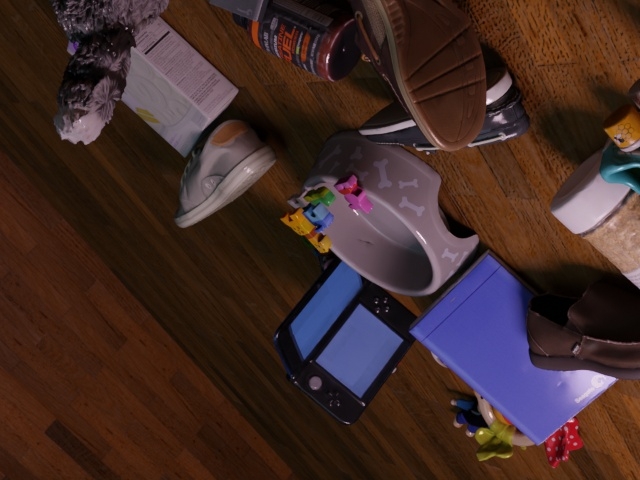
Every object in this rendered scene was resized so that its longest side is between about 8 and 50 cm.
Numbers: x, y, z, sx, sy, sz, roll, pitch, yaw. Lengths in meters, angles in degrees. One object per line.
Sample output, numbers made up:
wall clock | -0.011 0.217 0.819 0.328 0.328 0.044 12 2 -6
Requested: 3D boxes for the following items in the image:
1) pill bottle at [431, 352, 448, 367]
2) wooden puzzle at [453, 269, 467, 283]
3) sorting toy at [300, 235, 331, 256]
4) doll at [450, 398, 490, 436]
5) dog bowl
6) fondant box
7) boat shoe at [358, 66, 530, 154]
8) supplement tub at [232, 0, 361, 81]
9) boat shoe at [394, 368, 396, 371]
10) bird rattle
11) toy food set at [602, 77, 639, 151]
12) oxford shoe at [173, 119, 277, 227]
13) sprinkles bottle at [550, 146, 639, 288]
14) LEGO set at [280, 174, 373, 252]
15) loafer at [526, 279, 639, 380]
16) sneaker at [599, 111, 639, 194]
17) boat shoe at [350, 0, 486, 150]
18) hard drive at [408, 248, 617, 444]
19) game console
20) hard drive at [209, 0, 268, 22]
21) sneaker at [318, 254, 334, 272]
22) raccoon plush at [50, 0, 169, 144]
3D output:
pill bottle | 0.306 0.196 1.830 0.112 0.112 0.186 49 156 -19
wooden puzzle | 0.286 0.080 1.754 0.078 0.014 0.116 14 155 -5
sorting toy | 0.000 0.000 2.045 0.102 0.042 0.061 32 143 48
doll | 0.359 0.408 2.216 0.129 0.046 0.189 36 157 6
dog bowl | 0.113 -0.036 1.722 0.348 0.102 0.349 32 155 17
fondant box | -0.337 -0.337 1.868 0.330 0.096 0.238 43 157 -5
boat shoe | 0.171 -0.167 1.380 0.091 0.114 0.302 55 154 -19
supplement tub | -0.037 -0.321 1.429 0.198 0.106 0.106 29 155 24
boat shoe | 0.123 0.295 2.375 0.142 0.040 0.049 33 156 16
bird rattle | 0.415 0.379 1.991 0.207 0.143 0.253 61 151 -6
toy food set | 0.425 -0.155 0.999 0.104 0.111 0.232 45 125 -12
oxford shoe | -0.219 -0.138 1.977 0.130 0.169 0.449 52 154 -2
sprinkles bottle | 0.475 0.031 1.266 0.355 0.121 0.121 41 157 -3
LEGO set | 0.006 -0.035 1.644 0.093 0.087 0.227 47 157 -15
loafer | 0.445 0.131 1.476 0.366 0.134 0.130 -13 104 55
sneaker | 0.465 -0.042 1.166 0.275 0.110 0.107 35 156 9
boat shoe | 0.106 -0.277 1.236 0.342 0.123 0.123 62 163 -12
hard drive | 0.346 0.195 1.697 0.318 0.040 0.210 41 113 -3
game console | 0.065 0.187 1.948 0.250 0.293 0.173 39 157 1
hard drive | -0.105 -0.397 1.386 0.094 0.135 0.022 27 -162 27
sneaker | 0.020 0.068 2.132 0.057 0.047 0.119 43 158 34
raccoon plush | -0.431 -0.407 1.503 0.299 0.446 0.216 17 164 17
